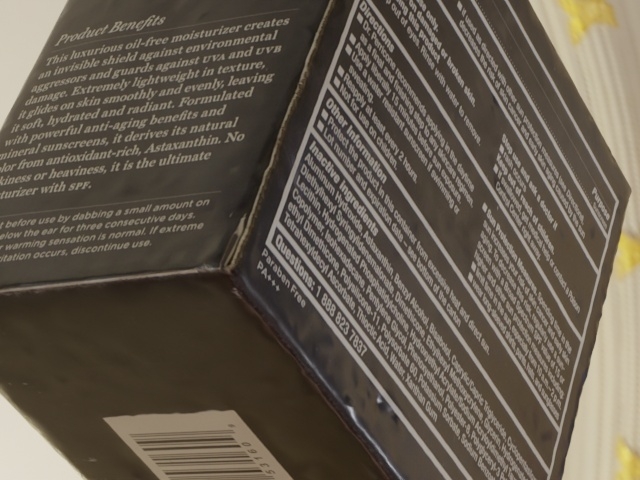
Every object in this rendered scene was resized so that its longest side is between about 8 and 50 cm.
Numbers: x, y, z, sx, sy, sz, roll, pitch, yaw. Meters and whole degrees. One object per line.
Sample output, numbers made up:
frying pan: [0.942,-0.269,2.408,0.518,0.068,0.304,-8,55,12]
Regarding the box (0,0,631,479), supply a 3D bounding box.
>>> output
box: [0.000,0.000,0.917,0.183,0.294,0.296,-6,-43,32]
